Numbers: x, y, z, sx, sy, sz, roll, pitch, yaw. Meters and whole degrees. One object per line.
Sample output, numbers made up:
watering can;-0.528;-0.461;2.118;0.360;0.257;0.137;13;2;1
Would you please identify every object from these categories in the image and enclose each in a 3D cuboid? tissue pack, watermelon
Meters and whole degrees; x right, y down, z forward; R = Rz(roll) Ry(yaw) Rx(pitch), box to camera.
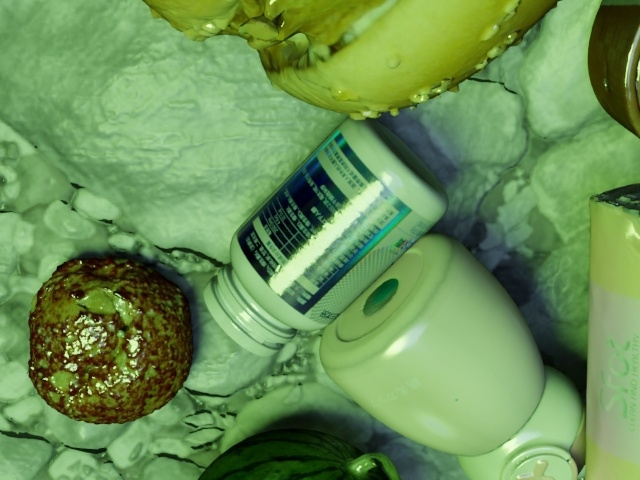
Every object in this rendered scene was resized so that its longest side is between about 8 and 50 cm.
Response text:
tissue pack;0.295;0.073;0.788;0.215;0.123;0.256;-17;110;-39
watermelon;-0.018;0.240;0.840;0.188;0.188;0.214;29;108;-11

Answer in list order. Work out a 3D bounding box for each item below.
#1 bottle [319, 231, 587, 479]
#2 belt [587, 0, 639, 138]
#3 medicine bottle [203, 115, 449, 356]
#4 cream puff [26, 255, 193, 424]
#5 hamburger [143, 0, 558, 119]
bottle;0.126;0.119;0.828;0.147;0.147;0.236;-43;107;11
belt;0.322;-0.178;0.760;0.184;0.105;0.261;39;106;-15
medicine bottle;0.000;0.000;0.801;0.107;0.107;0.191;41;105;-14
cream puff;-0.176;0.086;0.838;0.149;0.084;0.149;-1;107;-3
hamburger;0.070;-0.256;0.633;0.268;0.287;0.445;35;108;-14
